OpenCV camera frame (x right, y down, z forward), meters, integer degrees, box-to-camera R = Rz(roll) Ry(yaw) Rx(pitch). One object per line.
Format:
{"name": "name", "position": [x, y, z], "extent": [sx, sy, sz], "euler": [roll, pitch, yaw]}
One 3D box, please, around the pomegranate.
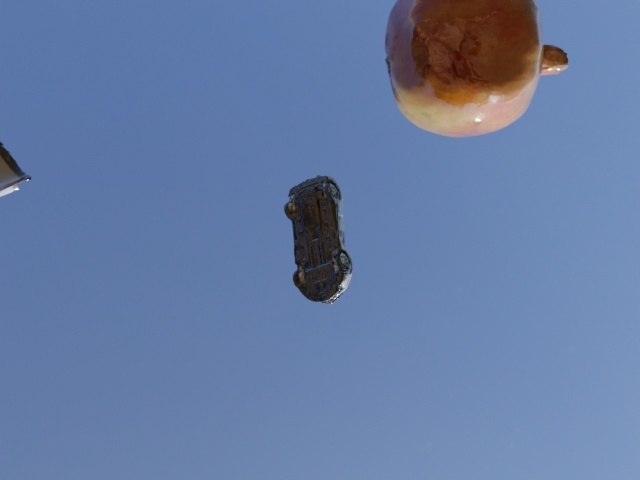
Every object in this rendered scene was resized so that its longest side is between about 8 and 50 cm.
{"name": "pomegranate", "position": [0.232, -0.279, 1.205], "extent": [0.271, 0.229, 0.251], "euler": [-4, -110, 3]}

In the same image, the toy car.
{"name": "toy car", "position": [0.000, 0.000, 0.560], "extent": [0.025, 0.041, 0.093], "euler": [18, -121, -53]}

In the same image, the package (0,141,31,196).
{"name": "package", "position": [-0.421, -0.049, 0.773], "extent": [0.204, 0.251, 0.062], "euler": [-32, -59, -35]}
